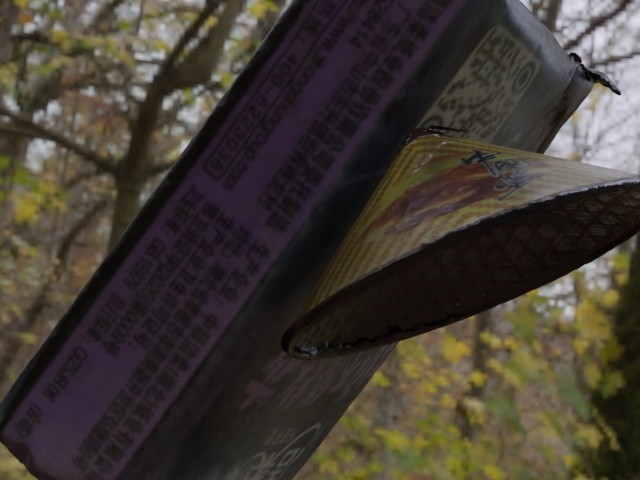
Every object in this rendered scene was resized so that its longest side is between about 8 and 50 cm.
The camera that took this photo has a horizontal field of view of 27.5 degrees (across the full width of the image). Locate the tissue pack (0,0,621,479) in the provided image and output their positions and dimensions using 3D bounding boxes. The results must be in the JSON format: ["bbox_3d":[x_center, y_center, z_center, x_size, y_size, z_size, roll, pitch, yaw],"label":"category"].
[{"bbox_3d":[0.000,0.000,0.761,0.122,0.361,0.259,41,11,21],"label":"tissue pack"}]

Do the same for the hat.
[{"bbox_3d":[0.059,-0.016,0.614,0.193,0.082,0.193,-21,-14,-6],"label":"hat"}]
